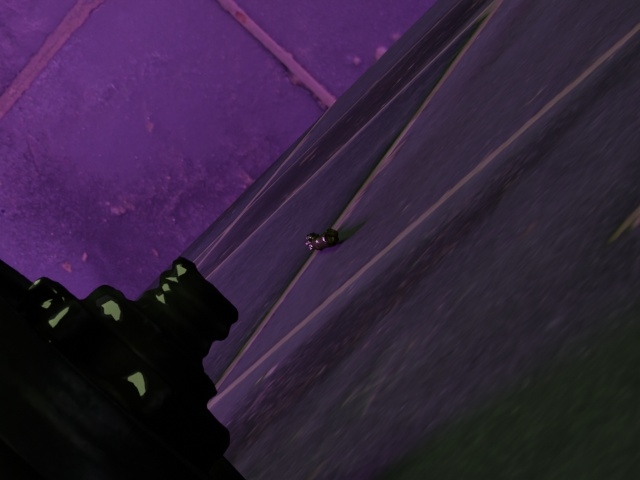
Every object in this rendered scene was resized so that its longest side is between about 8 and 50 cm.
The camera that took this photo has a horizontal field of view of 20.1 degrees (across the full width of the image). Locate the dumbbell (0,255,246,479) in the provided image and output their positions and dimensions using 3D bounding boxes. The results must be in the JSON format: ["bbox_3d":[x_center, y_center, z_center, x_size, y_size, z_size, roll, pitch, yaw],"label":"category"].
[{"bbox_3d":[-0.176,0.164,0.641,0.406,0.179,0.179,-48,5,-2],"label":"dumbbell"}]

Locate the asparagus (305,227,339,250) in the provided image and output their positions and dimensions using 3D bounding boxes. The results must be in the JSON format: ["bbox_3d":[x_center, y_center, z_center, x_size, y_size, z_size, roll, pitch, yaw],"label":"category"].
[{"bbox_3d":[0.000,0.000,1.355,0.015,0.014,0.114,-46,5,-7],"label":"asparagus"}]
